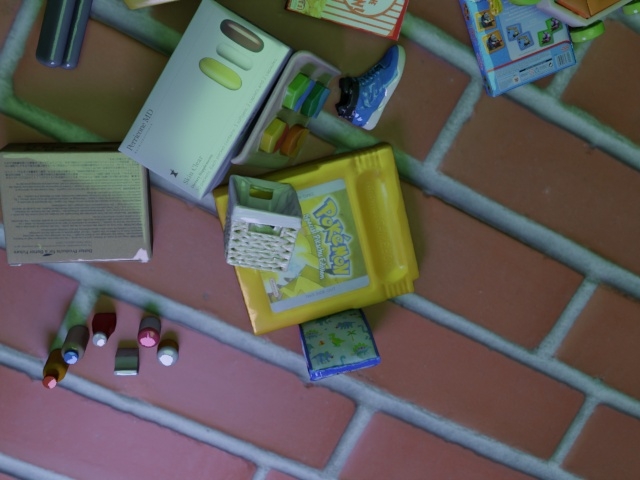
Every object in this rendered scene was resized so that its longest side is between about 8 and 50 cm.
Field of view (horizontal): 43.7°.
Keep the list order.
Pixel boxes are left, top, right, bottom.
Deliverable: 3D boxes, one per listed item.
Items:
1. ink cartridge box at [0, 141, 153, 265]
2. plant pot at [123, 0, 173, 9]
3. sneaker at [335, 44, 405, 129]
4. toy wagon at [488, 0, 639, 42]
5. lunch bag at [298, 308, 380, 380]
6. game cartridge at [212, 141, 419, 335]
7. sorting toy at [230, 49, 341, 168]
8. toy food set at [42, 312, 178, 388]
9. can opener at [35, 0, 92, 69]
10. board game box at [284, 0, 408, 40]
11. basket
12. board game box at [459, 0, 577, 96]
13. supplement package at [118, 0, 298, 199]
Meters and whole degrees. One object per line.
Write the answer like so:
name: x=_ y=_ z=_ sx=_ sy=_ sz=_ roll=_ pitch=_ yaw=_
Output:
ink cartridge box: x=-0.401 y=-0.064 z=1.328 sx=0.235 sy=0.088 sz=0.193 roll=-1 pitch=108 yaw=-9
plant pot: x=-0.222 y=-0.452 z=1.162 sx=0.212 sy=0.212 sz=0.187 roll=-9 pitch=115 yaw=8
sneaker: x=0.079 y=-0.270 z=1.350 sx=0.085 sy=0.058 sz=0.152 roll=19 pitch=110 yaw=-22
toy wagon: x=0.421 y=-0.465 z=1.305 sx=0.345 sy=0.068 sz=0.267 roll=-30 pitch=109 yaw=-15
lunch bag: x=0.033 y=0.196 z=1.437 sx=0.129 sy=0.151 sz=0.096 roll=-13 pitch=108 yaw=-5
game cartridge: x=0.000 y=0.000 z=1.425 sx=0.324 sy=0.052 sz=0.285 roll=-15 pitch=108 yaw=-2
sorting toy: x=-0.046 y=-0.200 z=1.289 sx=0.038 sy=0.193 sz=0.208 roll=36 pitch=102 yaw=13
toy food set: x=-0.368 y=0.197 z=1.404 sx=0.233 sy=0.104 sz=0.111 roll=1 pitch=107 yaw=-8
can opener: x=-0.394 y=-0.410 z=1.243 sx=0.093 sy=0.074 sz=0.280 roll=19 pitch=104 yaw=22
board game box: x=0.053 y=-0.425 z=1.305 sx=0.194 sy=0.045 sz=0.146 roll=12 pitch=105 yaw=-12
basket: x=-0.099 y=-0.028 z=1.293 sx=0.113 sy=0.167 sz=0.103 roll=10 pitch=110 yaw=-12
board game box: x=0.334 y=-0.375 z=1.365 sx=0.160 sy=0.039 sz=0.211 roll=-22 pitch=109 yaw=-1
supplement package: x=-0.167 y=-0.222 z=1.242 sx=0.145 sy=0.204 sz=0.261 roll=31 pitch=101 yaw=-4
